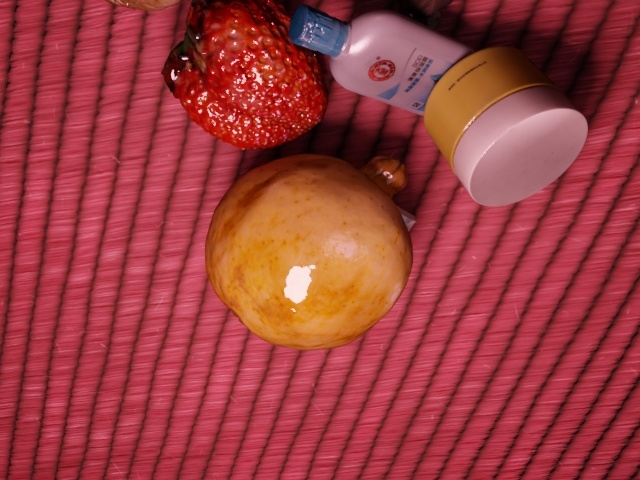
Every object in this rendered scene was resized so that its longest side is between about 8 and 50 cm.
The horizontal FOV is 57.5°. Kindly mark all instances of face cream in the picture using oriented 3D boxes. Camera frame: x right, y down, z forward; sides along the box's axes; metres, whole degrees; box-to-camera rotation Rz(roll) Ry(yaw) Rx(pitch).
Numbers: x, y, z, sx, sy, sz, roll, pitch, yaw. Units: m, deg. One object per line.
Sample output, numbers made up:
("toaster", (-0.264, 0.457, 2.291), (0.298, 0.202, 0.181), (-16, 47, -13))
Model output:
("face cream", (0.106, -0.316, 1.000), (0.337, 0.080, 0.163), (11, 143, -31))
("face cream", (0.314, -0.197, 1.016), (0.218, 0.179, 0.218), (-16, 144, -12))

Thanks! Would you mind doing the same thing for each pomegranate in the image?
("pomegranate", (0.000, 0.000, 1.063), (0.411, 0.410, 0.409), (1, 111, 4))

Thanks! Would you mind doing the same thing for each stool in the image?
("stool", (0.188, -0.437, 1.013), (0.121, 0.125, 0.217), (-29, 144, -20))

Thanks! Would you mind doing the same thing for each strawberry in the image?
("strawberry", (-0.115, -0.304, 1.034), (0.289, 0.238, 0.250), (23, 141, -13))

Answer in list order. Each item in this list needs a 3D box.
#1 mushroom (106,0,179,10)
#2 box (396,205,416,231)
("mushroom", (-0.373, -0.511, 1.034), (0.286, 0.156, 0.151), (44, 136, -11))
("box", (0.124, -0.004, 1.227), (0.084, 0.040, 0.154), (29, 111, -10))
